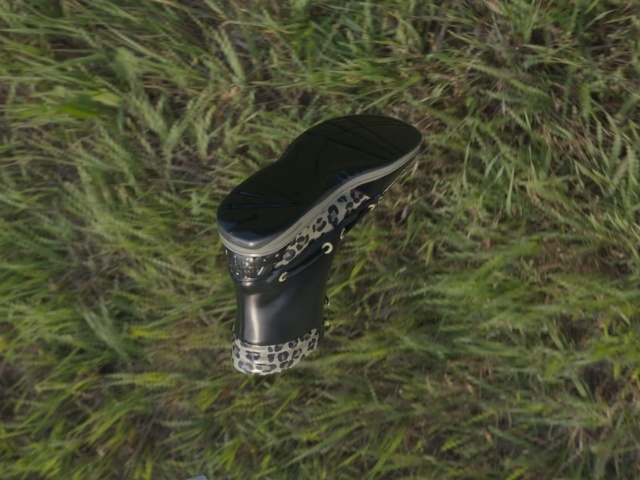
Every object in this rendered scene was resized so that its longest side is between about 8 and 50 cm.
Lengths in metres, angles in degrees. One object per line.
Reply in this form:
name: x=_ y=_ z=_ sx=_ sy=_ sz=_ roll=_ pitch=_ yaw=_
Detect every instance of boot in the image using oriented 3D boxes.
boot: x=-0.002 y=0.000 z=0.878 sx=0.085 sy=0.236 sz=0.178 roll=29 pitch=136 yaw=28

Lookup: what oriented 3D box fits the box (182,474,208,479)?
box: x=-0.209 y=0.372 z=1.080 sx=0.181 sy=0.182 sz=0.119 roll=-21 pitch=103 yaw=27
